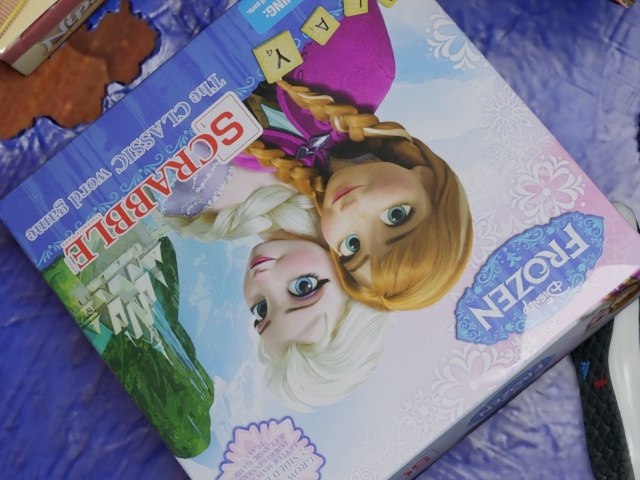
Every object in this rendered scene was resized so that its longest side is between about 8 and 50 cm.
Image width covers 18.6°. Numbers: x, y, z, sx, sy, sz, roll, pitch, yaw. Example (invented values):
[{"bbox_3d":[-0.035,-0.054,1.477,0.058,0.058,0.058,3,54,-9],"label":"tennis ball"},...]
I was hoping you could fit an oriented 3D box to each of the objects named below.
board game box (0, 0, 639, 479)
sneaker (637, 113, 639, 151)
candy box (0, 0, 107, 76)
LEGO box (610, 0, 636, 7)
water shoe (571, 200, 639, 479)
[{"bbox_3d":[0.000,0.000,1.269,0.318,0.066,0.318,-40,71,3],"label":"board game box"},{"bbox_3d":[0.270,-0.034,1.294,0.075,0.057,0.161,-21,83,-13],"label":"sneaker"},{"bbox_3d":[-0.248,-0.290,1.334,0.183,0.087,0.316,-43,84,1],"label":"candy box"},{"bbox_3d":[0.123,-0.445,1.155,0.372,0.193,0.500,33,97,40],"label":"LEGO box"},{"bbox_3d":[0.214,0.076,1.290,0.080,0.073,0.203,-1,83,-24],"label":"water shoe"}]
